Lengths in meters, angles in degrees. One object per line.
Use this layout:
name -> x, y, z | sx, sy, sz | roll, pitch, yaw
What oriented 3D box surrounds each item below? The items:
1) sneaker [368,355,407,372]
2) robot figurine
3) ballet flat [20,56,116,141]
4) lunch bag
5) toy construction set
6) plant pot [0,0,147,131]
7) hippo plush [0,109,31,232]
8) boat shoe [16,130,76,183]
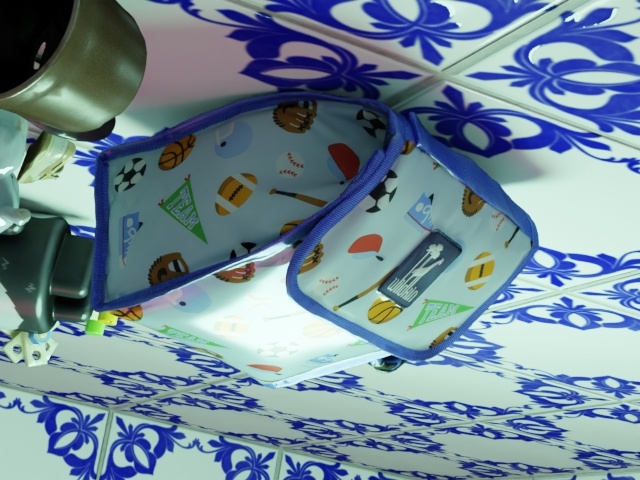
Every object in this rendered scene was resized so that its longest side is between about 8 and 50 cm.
sneaker -> 0.040, 0.071, 1.779 | 0.316, 0.182, 0.127 | 2, 161, 22
robot figurine -> -0.451, 0.040, 1.956 | 0.278, 0.209, 0.173 | 9, -168, 1
ballet flat -> -0.282, -0.154, 1.405 | 0.203, 0.074, 0.074 | 24, 159, -34
lunch bag -> 0.000, 0.000, 1.498 | 0.386, 0.238, 0.328 | -19, 151, 27
toy construction set -> -0.424, 0.087, 2.184 | 0.215, 0.151, 0.328 | 20, 150, -32
plant pot -> -0.236, -0.172, 1.181 | 0.167, 0.167, 0.165 | 3, 170, 21
hippo plush -> -0.412, -0.068, 1.442 | 0.237, 0.294, 0.234 | 9, -173, -28
boat shoe -> -0.328, -0.092, 1.666 | 0.045, 0.050, 0.135 | 22, 160, -20
